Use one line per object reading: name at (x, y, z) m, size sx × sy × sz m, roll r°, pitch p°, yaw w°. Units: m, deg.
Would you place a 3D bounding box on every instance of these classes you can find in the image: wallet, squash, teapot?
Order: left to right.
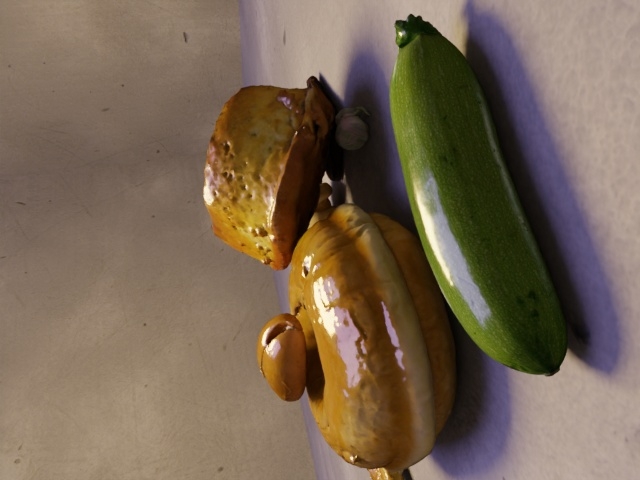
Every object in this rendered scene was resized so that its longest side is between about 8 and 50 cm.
wallet at (0.003, -0.268, 1.174) m, size 0.229 × 0.049 × 0.182 m, roll -110°, pitch 13°, yaw -49°
teapot at (0.061, -0.215, 0.922) m, size 0.083 × 0.064 × 0.064 m, roll -47°, pitch 36°, yaw 34°
squash at (0.142, -0.056, 0.510) m, size 0.107 × 0.107 × 0.395 m, roll 114°, pitch 144°, yaw -70°

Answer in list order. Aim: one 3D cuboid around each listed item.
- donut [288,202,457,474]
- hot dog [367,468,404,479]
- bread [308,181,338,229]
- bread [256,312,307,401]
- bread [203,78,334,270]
donut at (0.069, 0.160, 0.815) m, size 0.449 × 0.198 × 0.449 m, roll 169°, pitch 90°, yaw -78°
hot dog at (0.120, 0.432, 1.107) m, size 0.289 × 0.068 × 0.083 m, roll -109°, pitch 38°, yaw -57°
bread at (0.000, 0.000, 1.207) m, size 0.173 × 0.121 × 0.311 m, roll -179°, pitch 80°, yaw -75°
bread at (-0.063, 0.192, 0.809) m, size 0.189 × 0.077 × 0.114 m, roll 90°, pitch 168°, yaw -47°
bread at (-0.095, -0.124, 0.944) m, size 0.358 × 0.204 × 0.337 m, roll 102°, pitch 178°, yaw -65°
